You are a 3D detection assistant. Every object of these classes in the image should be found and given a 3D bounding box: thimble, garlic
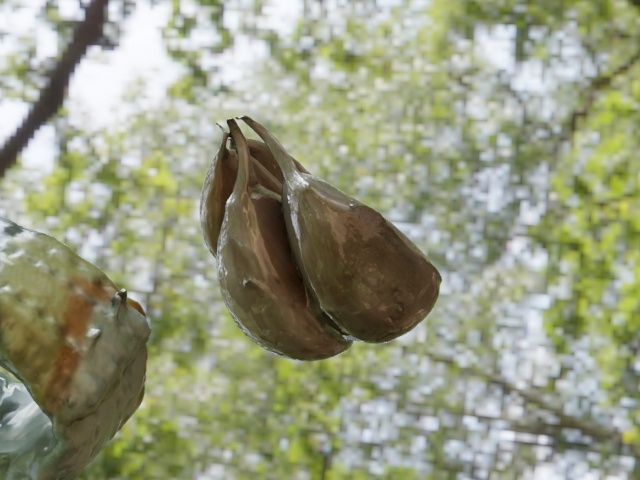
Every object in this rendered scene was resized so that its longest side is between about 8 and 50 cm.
[{"bbox_3d":[-0.302,0.110,1.627,0.167,0.288,0.254,-54,-41,-51],"label":"thimble"},{"bbox_3d":[0.000,0.000,1.723,0.292,0.210,0.237,38,-146,-47],"label":"garlic"}]
